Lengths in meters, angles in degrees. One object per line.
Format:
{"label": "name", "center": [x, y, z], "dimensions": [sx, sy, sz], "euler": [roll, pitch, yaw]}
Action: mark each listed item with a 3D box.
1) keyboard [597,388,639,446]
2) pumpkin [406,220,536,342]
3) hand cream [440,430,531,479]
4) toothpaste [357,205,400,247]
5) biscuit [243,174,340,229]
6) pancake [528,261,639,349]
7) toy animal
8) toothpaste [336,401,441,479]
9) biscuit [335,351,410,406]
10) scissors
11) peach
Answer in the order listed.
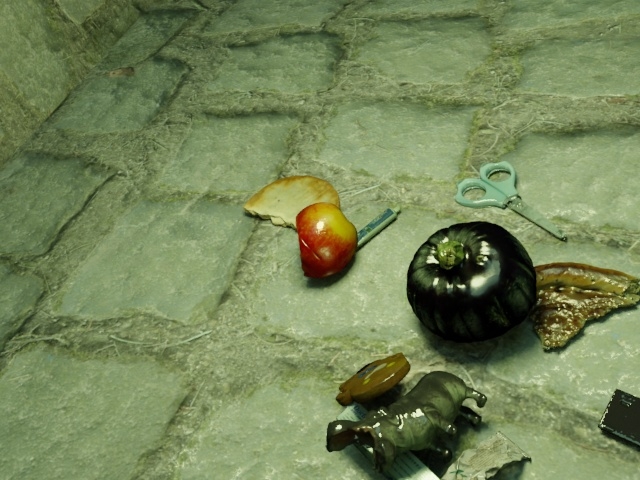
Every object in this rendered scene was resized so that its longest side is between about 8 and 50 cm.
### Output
{"label": "keyboard", "center": [0.691, 0.379, 1.205], "dimensions": [0.316, 0.027, 0.106], "euler": [22, 61, 35]}
{"label": "pumpkin", "center": [0.321, 0.072, 1.464], "dimensions": [0.295, 0.296, 0.296], "euler": [-10, 44, 10]}
{"label": "hand cream", "center": [0.297, 0.426, 1.216], "dimensions": [0.256, 0.050, 0.084], "euler": [-16, 34, -39]}
{"label": "toothpaste", "center": [0.150, -0.037, 1.812], "dimensions": [0.197, 0.035, 0.057], "euler": [-38, 30, -16]}
{"label": "biscuit", "center": [-0.064, -0.116, 1.962], "dimensions": [0.308, 0.040, 0.205], "euler": [16, 54, 31]}
{"label": "pancake", "center": [0.566, 0.144, 1.460], "dimensions": [0.265, 0.057, 0.245], "euler": [10, 51, 29]}
{"label": "toy animal", "center": [0.182, 0.356, 1.262], "dimensions": [0.343, 0.106, 0.168], "euler": [-13, 34, -36]}
{"label": "toothpaste", "center": [0.163, 0.453, 1.284], "dimensions": [0.067, 0.081, 0.336], "euler": [-36, 46, -18]}
{"label": "biscuit", "center": [0.113, 0.293, 1.386], "dimensions": [0.179, 0.039, 0.236], "euler": [-32, 0, -17]}
{"label": "scissors", "center": [0.521, -0.097, 1.740], "dimensions": [0.191, 0.029, 0.360], "euler": [-35, 47, -10]}
{"label": "peach", "center": [0.000, 0.000, 1.725], "dimensions": [0.192, 0.190, 0.190], "euler": [-42, 47, -11]}
